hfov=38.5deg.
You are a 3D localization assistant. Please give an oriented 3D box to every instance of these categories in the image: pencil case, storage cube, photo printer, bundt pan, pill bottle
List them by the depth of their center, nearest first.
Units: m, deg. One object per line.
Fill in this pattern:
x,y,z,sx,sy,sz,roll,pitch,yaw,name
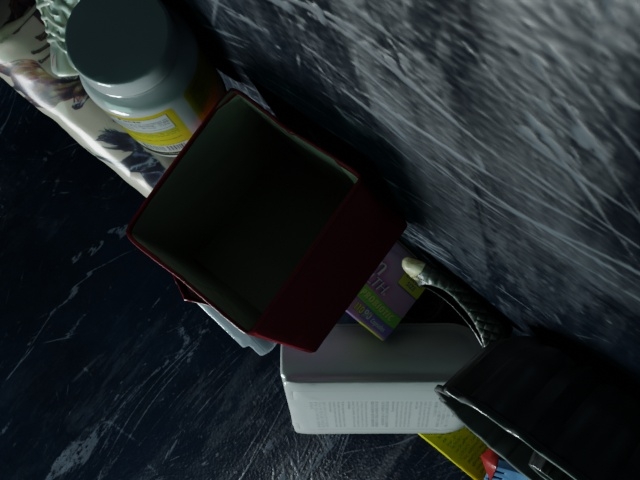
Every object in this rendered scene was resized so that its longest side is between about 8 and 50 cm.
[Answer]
-0.169,-0.166,0.915,0.119,0.119,0.208,38,175,11,pill bottle
-0.051,-0.012,0.978,0.183,0.215,0.193,36,-179,23,storage cube
0.298,0.228,1.059,0.331,0.124,0.331,39,172,6,bundt pan
-0.269,-0.192,1.226,0.410,0.160,0.183,41,-155,-39,pencil case
0.102,0.210,1.365,0.307,0.107,0.256,-1,151,4,photo printer

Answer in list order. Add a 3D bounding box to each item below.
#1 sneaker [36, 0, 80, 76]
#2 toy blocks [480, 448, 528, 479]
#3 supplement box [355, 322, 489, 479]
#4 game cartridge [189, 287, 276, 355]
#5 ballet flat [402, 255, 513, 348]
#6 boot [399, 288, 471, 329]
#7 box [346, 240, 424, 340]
-0.262,-0.234,0.982,0.090,0.115,0.232,34,174,45,sneaker
0.352,0.442,1.420,0.260,0.191,0.381,13,142,8,toy blocks
0.220,0.253,1.606,0.356,0.195,0.194,39,176,-6,supplement box
-0.123,0.014,1.369,0.198,0.062,0.297,51,-156,-24,game cartridge
0.169,0.080,1.152,0.173,0.049,0.057,39,175,-6,ballet flat
0.131,0.107,1.442,0.236,0.085,0.178,19,164,46,boot
0.000,0.000,1.280,0.213,0.117,0.243,41,175,-32,box
